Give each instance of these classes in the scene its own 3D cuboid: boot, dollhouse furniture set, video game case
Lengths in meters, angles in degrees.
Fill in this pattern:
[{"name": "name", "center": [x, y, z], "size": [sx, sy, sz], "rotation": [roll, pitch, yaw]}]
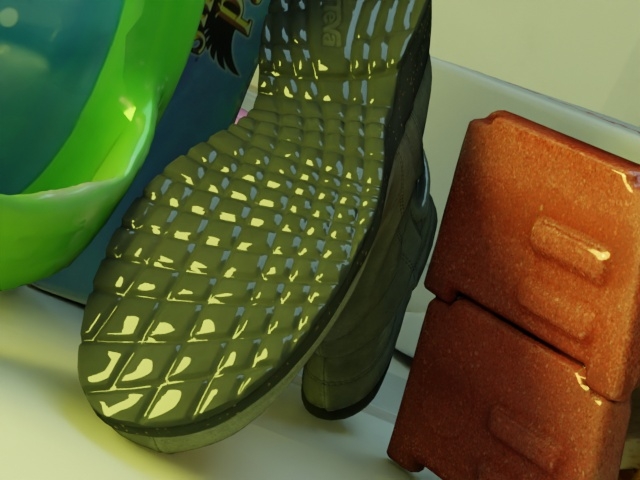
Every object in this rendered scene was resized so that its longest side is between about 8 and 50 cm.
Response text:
[{"name": "boot", "center": [0.001, 0.018, 0.587], "size": [0.083, 0.246, 0.161], "rotation": [9, -44, 19]}, {"name": "dollhouse furniture set", "center": [0.212, 0.077, 0.522], "size": [0.201, 0.152, 0.374], "rotation": [1, 18, -33]}, {"name": "video game case", "center": [-0.070, -0.124, 0.720], "size": [0.061, 0.269, 0.244], "rotation": [21, 9, -19]}]

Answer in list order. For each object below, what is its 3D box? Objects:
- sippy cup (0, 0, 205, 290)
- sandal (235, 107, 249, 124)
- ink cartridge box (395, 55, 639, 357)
[{"name": "sippy cup", "center": [-0.194, -0.124, 0.551], "size": [0.224, 0.240, 0.305], "rotation": [6, 10, -43]}, {"name": "sandal", "center": [0.017, -0.068, 1.149], "size": [0.416, 0.102, 0.169], "rotation": [22, 6, -2]}, {"name": "ink cartridge box", "center": [0.222, 0.026, 0.964], "size": [0.395, 0.166, 0.285], "rotation": [14, 9, -35]}]
